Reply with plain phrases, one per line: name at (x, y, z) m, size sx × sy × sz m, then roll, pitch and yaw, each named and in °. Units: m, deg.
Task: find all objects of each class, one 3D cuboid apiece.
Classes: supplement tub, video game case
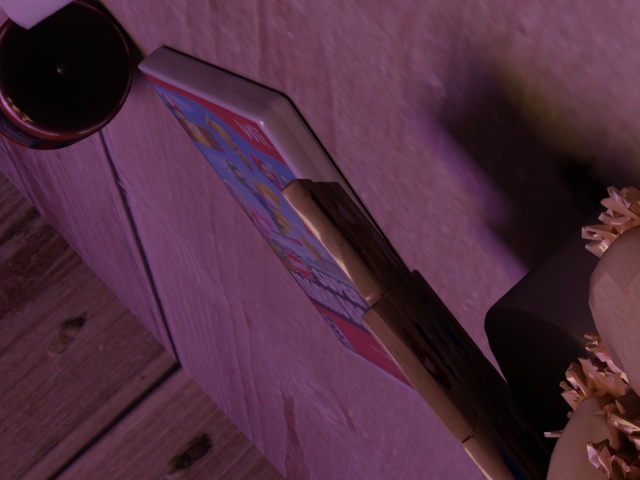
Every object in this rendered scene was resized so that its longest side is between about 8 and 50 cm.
supplement tub at (-0.207, -0.122, 1.351) m, size 0.106 × 0.106 × 0.198 m, roll 50°, pitch 168°, yaw -9°
video game case at (0.000, 0.000, 1.187) m, size 0.285 × 0.025 × 0.204 m, roll 55°, pitch 167°, yaw -28°

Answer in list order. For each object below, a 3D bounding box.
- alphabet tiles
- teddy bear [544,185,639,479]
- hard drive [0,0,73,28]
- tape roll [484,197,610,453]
alphabet tiles at (0.100, 0.110, 0.760) m, size 0.342 × 0.011 × 0.285 m, roll 52°, pitch -174°, yaw 2°
teddy bear at (0.203, 0.107, 0.511) m, size 0.338 × 0.113 × 0.245 m, roll 22°, pitch 129°, yaw 40°
hard drive at (-0.186, -0.230, 0.987) m, size 0.210 × 0.040 × 0.319 m, roll 51°, pitch 162°, yaw -13°
tape roll at (0.168, 0.085, 0.722) m, size 0.219 × 0.072 × 0.219 m, roll 45°, pitch 168°, yaw 12°
